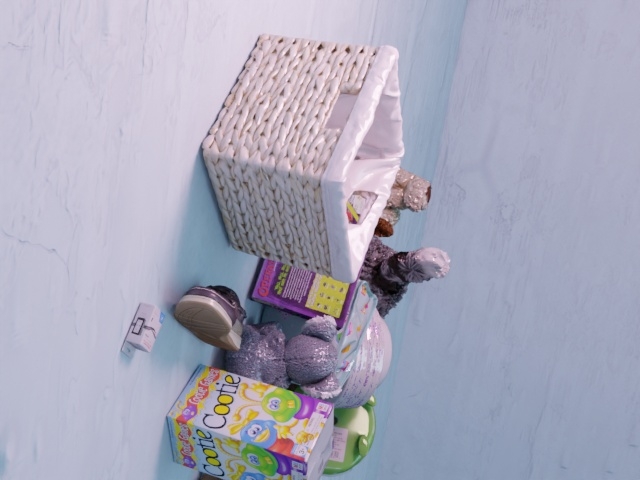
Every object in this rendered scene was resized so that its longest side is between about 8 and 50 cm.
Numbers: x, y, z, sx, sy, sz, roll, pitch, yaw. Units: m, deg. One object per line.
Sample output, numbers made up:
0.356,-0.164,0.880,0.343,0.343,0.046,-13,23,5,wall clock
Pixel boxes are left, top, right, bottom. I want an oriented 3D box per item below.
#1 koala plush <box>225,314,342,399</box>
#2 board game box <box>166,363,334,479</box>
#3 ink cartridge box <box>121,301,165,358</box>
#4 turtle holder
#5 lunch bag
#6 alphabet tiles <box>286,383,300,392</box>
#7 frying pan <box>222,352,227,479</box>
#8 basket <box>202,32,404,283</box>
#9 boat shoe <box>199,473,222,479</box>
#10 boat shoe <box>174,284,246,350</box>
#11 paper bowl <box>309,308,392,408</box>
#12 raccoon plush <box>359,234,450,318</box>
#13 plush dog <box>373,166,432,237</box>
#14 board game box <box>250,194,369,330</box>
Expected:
-0.065,0.250,1.815,0.203,0.221,0.196,45,43,-71,koala plush
-0.127,0.360,1.654,0.144,0.275,0.142,-60,157,-46,board game box
-0.280,0.146,1.400,0.048,0.028,0.083,68,39,-64,ink cartridge box
0.011,0.469,2.359,0.227,0.243,0.320,105,-34,-64,turtle holder
-0.019,0.203,2.001,0.160,0.223,0.262,50,56,-64,lunch bag
-0.048,0.353,2.421,0.285,0.011,0.343,-41,142,-65,alphabet tiles
-0.187,0.405,1.842,0.197,0.053,0.326,-93,175,-53,frying pan
-0.016,-0.153,1.633,0.331,0.266,0.328,78,29,-55,basket
-0.240,0.520,1.815,0.045,0.050,0.135,92,18,-52,boat shoe
-0.189,0.124,1.583,0.285,0.102,0.092,73,29,-68,boat shoe
0.070,0.273,2.194,0.284,0.148,0.284,-23,-116,57,paper bowl
0.189,0.047,2.326,0.216,0.446,0.299,61,39,-29,raccoon plush
0.181,-0.108,2.571,0.225,0.210,0.262,-61,-174,2,plush dog
0.000,0.000,1.927,0.056,0.208,0.347,134,-24,-72,board game box
